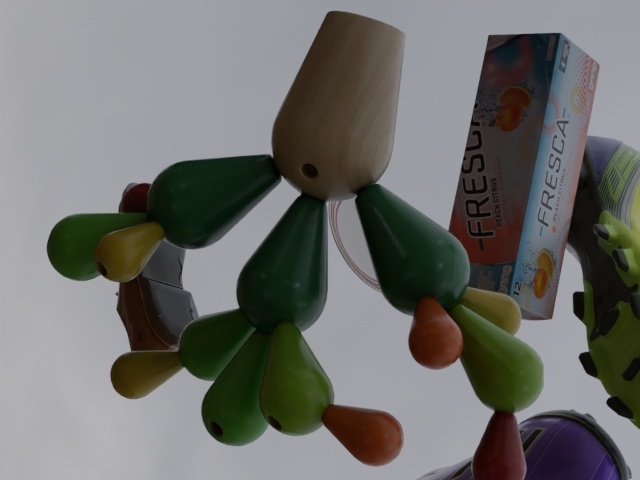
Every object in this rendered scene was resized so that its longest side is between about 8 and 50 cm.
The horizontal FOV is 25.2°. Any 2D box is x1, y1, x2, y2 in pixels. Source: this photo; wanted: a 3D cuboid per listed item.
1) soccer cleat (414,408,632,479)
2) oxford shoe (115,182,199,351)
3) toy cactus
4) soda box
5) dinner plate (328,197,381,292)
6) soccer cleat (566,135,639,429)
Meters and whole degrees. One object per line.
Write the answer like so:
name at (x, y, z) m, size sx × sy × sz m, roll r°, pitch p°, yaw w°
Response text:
soccer cleat at (0.142, 0.233, 1.234) m, size 0.108 × 0.116 × 0.318 m, roll 60°, pitch -34°, yaw 5°
oxford shoe at (-0.175, 0.031, 1.390) m, size 0.076 × 0.076 × 0.212 m, roll -42°, pitch -139°, yaw 29°
toy cactus at (0.000, 0.000, 0.588) m, size 0.219 × 0.112 × 0.180 m, roll 17°, pitch -90°, yaw 27°
soda box at (0.132, -0.042, 0.947) m, size 0.058 × 0.063 × 0.183 m, roll 4°, pitch -104°, yaw 38°
dinner plate at (0.056, -0.003, 1.550) m, size 0.017 × 0.141 × 0.141 m, roll -29°, pitch -115°, yaw 38°
soccer cleat at (0.234, 0.023, 1.014) m, size 0.289 × 0.121 × 0.093 m, roll -99°, pitch -155°, yaw -50°
